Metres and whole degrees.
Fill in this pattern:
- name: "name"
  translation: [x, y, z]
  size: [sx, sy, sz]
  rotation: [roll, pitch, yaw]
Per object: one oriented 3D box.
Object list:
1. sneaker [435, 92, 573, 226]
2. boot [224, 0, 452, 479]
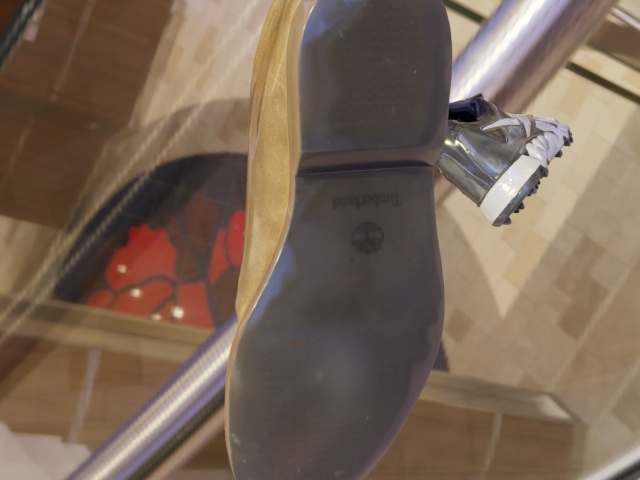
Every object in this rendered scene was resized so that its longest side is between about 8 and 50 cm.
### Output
- name: "sneaker"
  translation: [0.146, -0.084, 0.966]
  size: [0.106, 0.234, 0.078]
  rotation: [39, 112, 6]
- name: "boot"
  translation: [0.000, 0.000, 0.630]
  size: [0.115, 0.112, 0.305]
  rotation: [-138, 53, -62]
